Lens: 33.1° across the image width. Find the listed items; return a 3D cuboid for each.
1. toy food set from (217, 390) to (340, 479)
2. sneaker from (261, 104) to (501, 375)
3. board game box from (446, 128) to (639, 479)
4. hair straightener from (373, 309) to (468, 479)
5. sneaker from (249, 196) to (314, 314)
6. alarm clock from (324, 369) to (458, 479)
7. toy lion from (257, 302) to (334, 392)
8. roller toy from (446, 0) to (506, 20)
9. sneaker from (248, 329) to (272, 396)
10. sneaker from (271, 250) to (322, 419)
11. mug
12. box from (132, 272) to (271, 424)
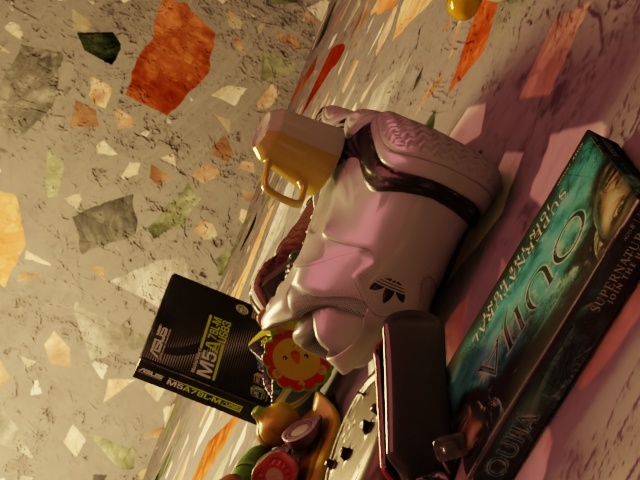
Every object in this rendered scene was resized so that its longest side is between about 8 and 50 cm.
[{"bbox_3d":[-0.055,0.223,1.011,0.128,0.071,0.218,-42,17,39],"label":"toy food set"},{"bbox_3d":[0.029,-0.003,0.973,0.210,0.137,0.366,-64,12,1],"label":"sneaker"},{"bbox_3d":[0.131,0.037,0.627,0.126,0.026,0.186,-88,23,-68],"label":"board game box"},{"bbox_3d":[0.054,0.141,0.617,0.089,0.047,0.230,100,176,-57],"label":"hair straightener"},{"bbox_3d":[0.000,0.000,1.267,0.163,0.106,0.281,-60,10,20],"label":"sneaker"},{"bbox_3d":[0.050,0.133,0.760,0.129,0.064,0.192,-59,9,42],"label":"alarm clock"},{"bbox_3d":[-0.012,0.100,1.041,0.100,0.096,0.034,-14,14,21],"label":"toy lion"},{"bbox_3d":[0.157,-0.332,1.038,0.191,0.146,0.209,109,178,-86],"label":"roller toy"},{"bbox_3d":[-0.040,0.156,1.282,0.053,0.059,0.144,-35,30,3],"label":"sneaker"},{"bbox_3d":[-0.006,0.115,1.108,0.080,0.081,0.211,-87,5,-63],"label":"sneaker"},{"bbox_3d":[-0.022,-0.074,0.892,0.062,0.064,0.078,-55,20,27],"label":"mug"},{"bbox_3d":[-0.147,0.146,1.488,0.045,0.184,0.191,-59,10,34],"label":"box"}]
